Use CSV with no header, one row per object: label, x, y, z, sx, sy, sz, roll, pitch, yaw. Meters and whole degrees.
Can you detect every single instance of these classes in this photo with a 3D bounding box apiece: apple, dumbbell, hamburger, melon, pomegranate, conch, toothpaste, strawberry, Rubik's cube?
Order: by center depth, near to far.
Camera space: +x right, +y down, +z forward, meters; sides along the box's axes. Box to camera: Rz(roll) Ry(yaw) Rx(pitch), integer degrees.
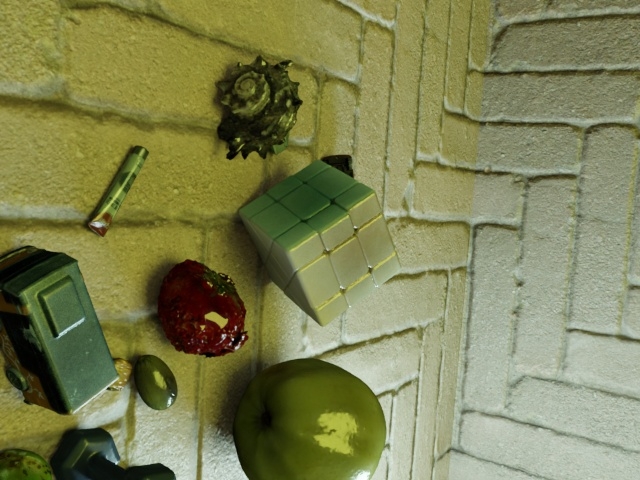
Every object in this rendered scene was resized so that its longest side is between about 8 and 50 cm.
pomegranate,-0.632,0.530,1.421,0.143,0.123,0.168,-45,132,-71
dumbbell,-0.457,0.531,1.499,0.144,0.325,0.159,-29,120,-41
toothpaste,-0.479,-0.121,1.606,0.239,0.039,0.062,-66,150,-20
hamburger,-0.499,0.329,1.651,0.076,0.044,0.083,39,62,-50
melon,-0.423,0.362,1.726,0.099,0.099,0.162,-42,126,-44
strawberry,-0.316,0.197,1.765,0.220,0.274,0.274,-44,144,9
conch,-0.181,-0.368,1.870,0.186,0.241,0.312,-82,-166,-72
Rubik's cube,0.000,0.000,2.006,0.316,0.322,0.318,-35,128,-17
apple,-0.042,0.576,2.040,0.474,0.474,0.473,-15,108,-54

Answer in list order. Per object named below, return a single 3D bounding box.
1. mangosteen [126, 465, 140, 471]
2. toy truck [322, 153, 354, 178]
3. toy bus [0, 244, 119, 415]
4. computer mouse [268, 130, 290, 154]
mangosteen,-0.458,0.641,1.716,0.151,0.137,0.137,-92,174,-67
toy truck,0.067,-0.166,2.304,0.114,0.108,0.252,79,5,-65
toy bus,-0.563,0.187,1.395,0.162,0.194,0.323,-38,127,-45
computer mouse,-0.141,-0.349,2.038,0.113,0.068,0.229,-63,142,-24
